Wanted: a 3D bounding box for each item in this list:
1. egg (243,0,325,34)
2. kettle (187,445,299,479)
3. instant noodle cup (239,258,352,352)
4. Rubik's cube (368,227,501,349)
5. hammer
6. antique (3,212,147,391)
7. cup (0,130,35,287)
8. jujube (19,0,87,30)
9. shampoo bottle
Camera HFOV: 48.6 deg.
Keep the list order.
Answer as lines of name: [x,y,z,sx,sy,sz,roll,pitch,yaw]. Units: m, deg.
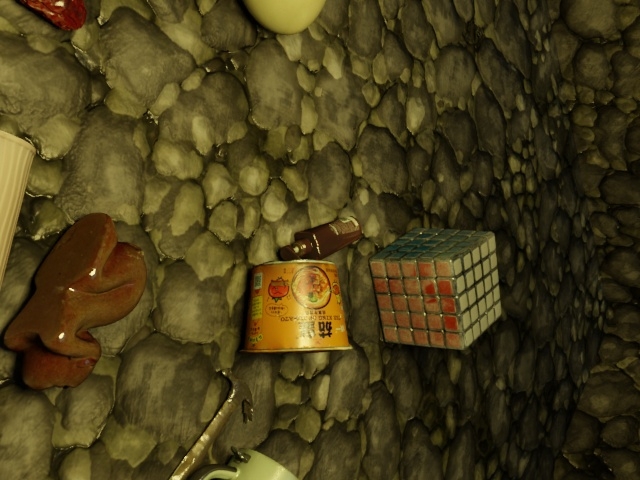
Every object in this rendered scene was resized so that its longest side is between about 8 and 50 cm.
egg: [-0.070,-0.504,1.307,0.186,0.186,0.241,-29,124,-48]
kettle: [-0.169,0.505,1.260,0.255,0.165,0.240,-52,121,-31]
instant noodle cup: [-0.048,0.130,1.360,0.216,0.216,0.172,9,76,-52]
Rubik's cube: [0.291,0.112,1.752,0.237,0.237,0.238,-29,114,-46]
hammer: [-0.218,0.376,1.288,0.297,0.027,0.125,-53,126,-36]
antique: [-0.349,0.101,1.041,0.143,0.121,0.257,59,41,-47]
cup: [-0.486,-0.016,0.784,0.288,0.208,0.273,15,81,-52]
jujube: [-0.387,-0.350,1.006,0.129,0.077,0.077,48,55,-53]
shampoo bottle: [0.001,0.002,1.515,0.236,0.068,0.067,-20,110,-49]
